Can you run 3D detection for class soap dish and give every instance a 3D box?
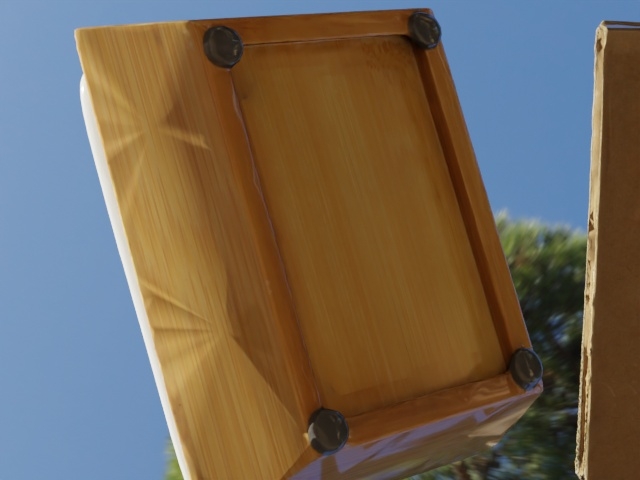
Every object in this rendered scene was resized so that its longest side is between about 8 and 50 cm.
[{"bbox_3d":[0.000,0.000,0.934,0.229,0.118,0.291,-9,-99,-42],"label":"soap dish"}]

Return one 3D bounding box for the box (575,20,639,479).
[{"bbox_3d":[0.192,0.009,0.558,0.201,0.021,0.165,1,-80,1],"label":"box"}]
